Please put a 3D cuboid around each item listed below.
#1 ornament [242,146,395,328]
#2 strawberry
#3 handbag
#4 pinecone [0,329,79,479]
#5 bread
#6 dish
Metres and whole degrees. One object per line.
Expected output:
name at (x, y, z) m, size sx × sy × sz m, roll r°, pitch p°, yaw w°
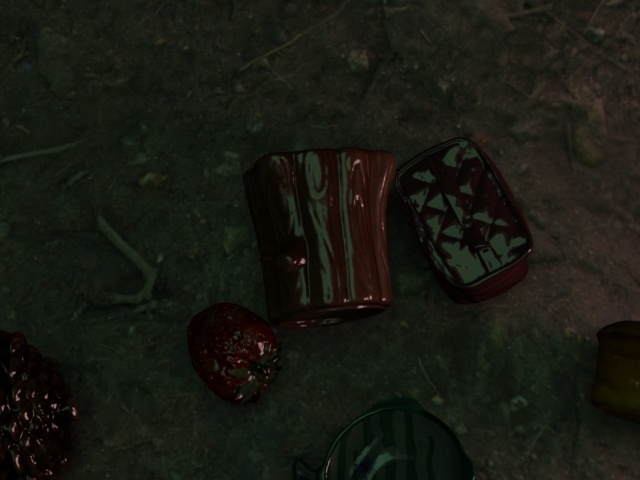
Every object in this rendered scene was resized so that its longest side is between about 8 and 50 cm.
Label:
ornament at (0.000, 0.000, 1.605) m, size 0.235 × 0.221 × 0.218 m, roll -12°, pitch 79°, yaw 22°
strawberry at (-0.126, 0.151, 1.612) m, size 0.148 × 0.131 × 0.131 m, roll 30°, pitch 77°, yaw 10°
handbag at (0.201, -0.027, 1.641) m, size 0.146 × 0.135 × 0.225 m, roll -25°, pitch 74°, yaw 1°
pinecone at (-0.451, 0.235, 1.563) m, size 0.272 × 0.224 × 0.224 m, roll -3°, pitch 72°, yaw 16°
bread at (0.486, 0.189, 1.525) m, size 0.269 × 0.195 × 0.143 m, roll 16°, pitch 84°, yaw 12°
dish at (0.089, 0.326, 1.558) m, size 0.246 × 0.078 × 0.224 m, roll -7°, pitch 62°, yaw 13°
